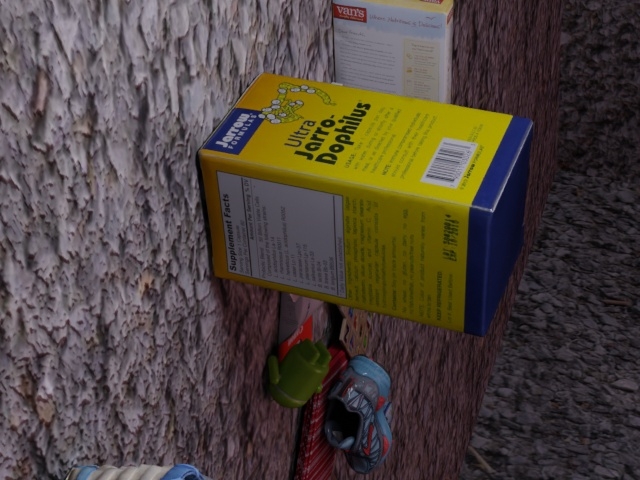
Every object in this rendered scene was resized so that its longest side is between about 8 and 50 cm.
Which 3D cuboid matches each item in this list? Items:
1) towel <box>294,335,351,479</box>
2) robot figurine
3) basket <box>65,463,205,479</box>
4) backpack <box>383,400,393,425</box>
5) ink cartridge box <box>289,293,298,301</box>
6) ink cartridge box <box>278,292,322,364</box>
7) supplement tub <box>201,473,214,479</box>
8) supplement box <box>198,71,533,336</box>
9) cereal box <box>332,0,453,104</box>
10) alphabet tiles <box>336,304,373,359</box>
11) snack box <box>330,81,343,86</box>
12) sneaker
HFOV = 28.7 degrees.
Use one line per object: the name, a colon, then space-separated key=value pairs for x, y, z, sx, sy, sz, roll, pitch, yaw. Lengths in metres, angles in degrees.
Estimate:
towel: x=0.003 y=0.308 z=2.137 sx=0.199 sy=0.031 sz=0.274 roll=-35 pitch=136 yaw=-68
robot figurine: x=-0.032 y=0.201 z=1.860 sx=0.101 sy=0.067 sz=0.115 roll=15 pitch=116 yaw=-42
basket: x=-0.148 y=0.351 z=1.260 sx=0.254 sy=0.289 sz=0.201 roll=-61 pitch=146 yaw=-35
backpack: x=0.089 y=0.326 z=2.325 sx=0.105 sy=0.084 sz=0.114 roll=-56 pitch=150 yaw=-54
ink cartridge box: x=0.000 y=0.000 z=1.813 sx=0.104 sy=0.062 sz=0.181 roll=66 pitch=32 yaw=-20
ink cartridge box: x=-0.019 y=0.110 z=1.916 sx=0.145 sy=0.045 sz=0.179 roll=-45 pitch=141 yaw=-59
supplement tub: x=-0.180 y=0.372 z=1.468 sx=0.190 sy=0.117 sz=0.117 roll=-53 pitch=150 yaw=-53
supplement box: x=0.058 y=-0.050 z=1.522 sx=0.195 sy=0.357 sz=0.194 roll=-59 pitch=155 yaw=-46
cereal box: x=0.107 y=-0.254 z=1.847 sx=0.047 sy=0.173 sz=0.240 roll=-59 pitch=155 yaw=-46
alphabet tiles: x=0.060 y=0.096 z=2.148 sx=0.237 sy=0.009 sz=0.198 roll=62 pitch=35 yaw=-58
snack box: x=-0.002 y=-0.150 z=1.825 sx=0.064 sy=0.022 sz=0.178 roll=84 pitch=25 yaw=-48
sneaker: x=0.047 y=0.312 z=2.110 sx=0.125 sy=0.104 sz=0.261 roll=-42 pitch=142 yaw=-36
